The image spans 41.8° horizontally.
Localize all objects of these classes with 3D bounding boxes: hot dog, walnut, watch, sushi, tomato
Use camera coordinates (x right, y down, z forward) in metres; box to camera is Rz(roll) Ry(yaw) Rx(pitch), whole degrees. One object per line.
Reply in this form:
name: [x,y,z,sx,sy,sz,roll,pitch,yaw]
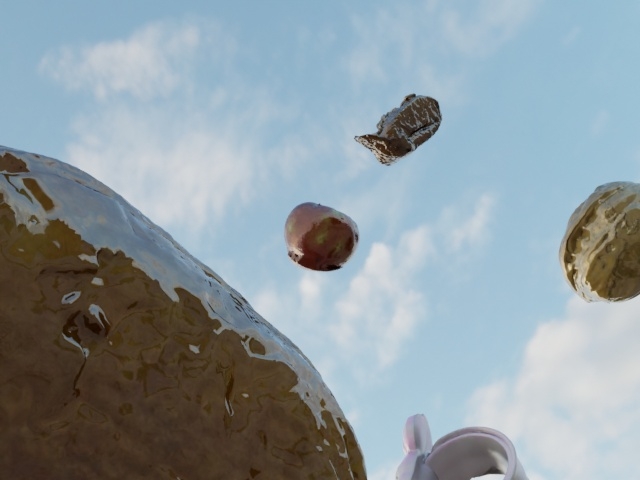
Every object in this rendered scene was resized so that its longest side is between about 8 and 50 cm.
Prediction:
hot dog: [-0.101,0.087,0.386,0.272,0.122,0.196,40,-110,-24]
walnut: [0.537,0.004,1.523,0.198,0.198,0.245,13,-73,-36]
watch: [0.255,0.421,1.448,0.218,0.248,0.211,-16,-64,24]
sushi: [0.084,-0.112,0.846,0.120,0.055,0.052,-45,-67,-41]
tomato: [0.000,0.000,0.930,0.087,0.087,0.075,26,-100,-40]
